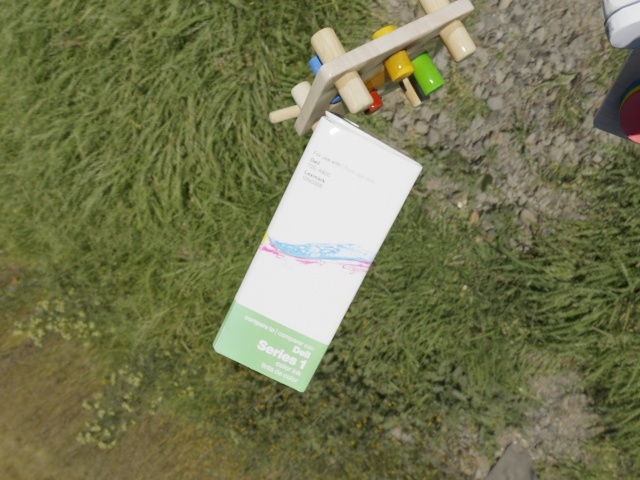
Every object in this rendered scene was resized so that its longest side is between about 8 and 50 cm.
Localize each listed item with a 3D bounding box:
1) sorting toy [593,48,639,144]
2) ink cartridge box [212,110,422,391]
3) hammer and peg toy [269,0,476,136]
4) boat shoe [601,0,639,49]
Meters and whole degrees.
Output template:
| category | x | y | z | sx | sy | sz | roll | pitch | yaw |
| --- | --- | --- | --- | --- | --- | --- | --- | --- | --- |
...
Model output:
| category | x | y | z | sx | sy | sz | roll | pitch | yaw |
| --- | --- | --- | --- | --- | --- | --- | --- | --- | --- |
| sorting toy | 0.574 | -0.218 | 0.861 | 0.257 | 0.089 | 0.255 | 24 | 131 | 11 |
| ink cartridge box | 0.000 | 0.000 | 0.705 | 0.117 | 0.201 | 0.278 | 26 | 103 | -1 |
| hammer and peg toy | 0.072 | -0.248 | 0.988 | 0.127 | 0.266 | 0.361 | 60 | 165 | 2 |
| boat shoe | 0.456 | -0.294 | 0.662 | 0.268 | 0.096 | 0.088 | -12 | 75 | 29 |
